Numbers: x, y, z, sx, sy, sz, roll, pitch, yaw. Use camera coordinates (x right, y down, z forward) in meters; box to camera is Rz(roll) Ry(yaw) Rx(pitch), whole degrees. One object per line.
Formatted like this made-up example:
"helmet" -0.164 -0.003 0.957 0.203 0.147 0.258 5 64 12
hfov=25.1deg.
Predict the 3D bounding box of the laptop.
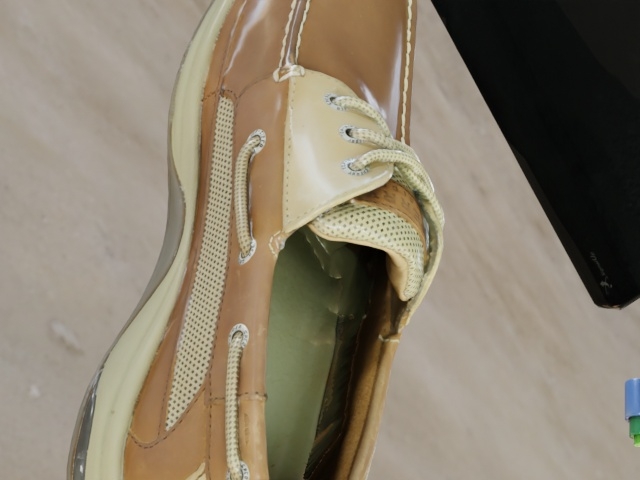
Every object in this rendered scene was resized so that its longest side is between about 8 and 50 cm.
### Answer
"laptop" 0.207 -0.133 0.660 0.136 0.264 0.234 103 -36 -68

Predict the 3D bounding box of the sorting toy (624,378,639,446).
"sorting toy" 0.220 0.109 0.893 0.102 0.061 0.042 73 21 -59

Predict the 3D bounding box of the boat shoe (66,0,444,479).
"boat shoe" 0.000 0.000 0.623 0.122 0.120 0.324 32 63 -40
